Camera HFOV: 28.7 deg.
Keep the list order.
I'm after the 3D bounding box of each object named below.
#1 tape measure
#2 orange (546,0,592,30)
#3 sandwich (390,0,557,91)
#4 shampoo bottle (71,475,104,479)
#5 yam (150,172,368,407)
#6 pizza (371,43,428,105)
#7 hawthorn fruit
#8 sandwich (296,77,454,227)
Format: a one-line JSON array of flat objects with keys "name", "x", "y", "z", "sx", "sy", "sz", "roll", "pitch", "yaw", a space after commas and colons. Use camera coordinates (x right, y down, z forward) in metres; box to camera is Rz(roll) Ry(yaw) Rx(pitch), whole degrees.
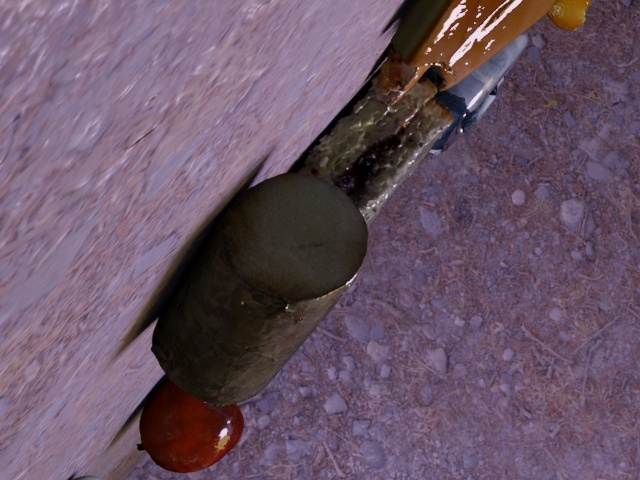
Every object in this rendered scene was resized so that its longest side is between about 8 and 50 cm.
[{"name": "tape measure", "x": 0.208, "y": -0.258, "z": 1.930, "sx": 0.256, "sy": 0.147, "sz": 0.275, "roll": -53, "pitch": 177, "yaw": 35}, {"name": "orange", "x": 0.554, "y": -0.595, "z": 2.515, "sx": 0.334, "sy": 0.196, "sz": 0.262, "roll": -47, "pitch": -168, "yaw": 6}, {"name": "sandwich", "x": 0.174, "y": -0.284, "z": 1.462, "sx": 0.212, "sy": 0.063, "sz": 0.245, "roll": -39, "pitch": 153, "yaw": 2}, {"name": "shampoo bottle", "x": -0.452, "y": 0.558, "z": 2.086, "sx": 0.349, "sy": 0.151, "sz": 0.222, "roll": -53, "pitch": -178, "yaw": 28}, {"name": "yam", "x": -0.077, "y": 0.064, "z": 1.452, "sx": 0.168, "sy": 0.168, "sz": 0.304, "roll": -48, "pitch": 176, "yaw": -43}, {"name": "pizza", "x": 0.151, "y": -0.280, "z": 1.622, "sx": 0.246, "sy": 0.058, "sz": 0.127, "roll": -52, "pitch": 177, "yaw": 37}, {"name": "hawthorn fruit", "x": -0.245, "y": 0.329, "z": 2.252, "sx": 0.202, "sy": 0.185, "sz": 0.185, "roll": -30, "pitch": -178, "yaw": 15}, {"name": "sandwich", "x": 0.031, "y": -0.068, "z": 1.767, "sx": 0.325, "sy": 0.131, "sz": 0.262, "roll": -48, "pitch": 178, "yaw": -21}]
